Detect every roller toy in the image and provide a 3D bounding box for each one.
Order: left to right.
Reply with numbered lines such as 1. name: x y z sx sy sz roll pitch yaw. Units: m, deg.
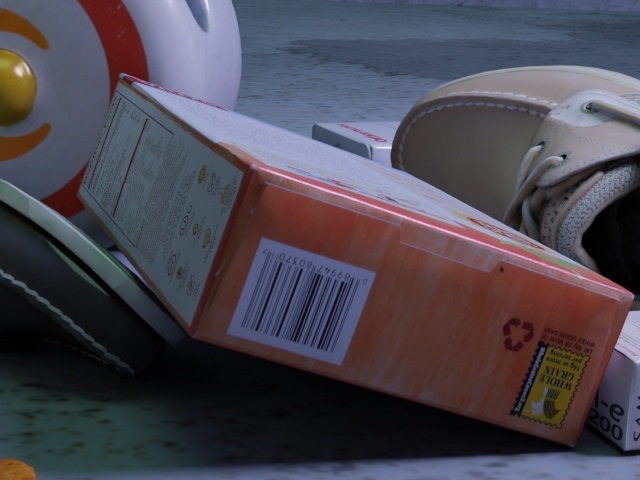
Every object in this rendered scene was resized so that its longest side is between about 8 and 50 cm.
1. roller toy: -0.146 -0.087 0.803 0.209 0.191 0.146 4 14 7

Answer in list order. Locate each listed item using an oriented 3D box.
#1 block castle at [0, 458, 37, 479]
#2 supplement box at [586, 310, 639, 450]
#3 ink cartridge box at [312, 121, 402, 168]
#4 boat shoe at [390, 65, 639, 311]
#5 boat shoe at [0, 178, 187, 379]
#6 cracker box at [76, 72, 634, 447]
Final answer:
1. block castle: -0.132 -0.023 0.290 0.213 0.303 0.453 -8 18 -43
2. supplement box: 0.146 0.051 0.602 0.098 0.036 0.062 -2 14 -17
3. ink cartridge box: 0.065 -0.043 0.959 0.122 0.052 0.088 -2 13 -23
4. boat shoe: 0.138 -0.018 0.759 0.098 0.109 0.302 -9 23 -45
5. boat shoe: -0.148 0.010 0.666 0.227 0.081 0.069 28 71 38
6. cracker box: 0.000 0.000 0.642 0.155 0.067 0.232 18 8 -21
